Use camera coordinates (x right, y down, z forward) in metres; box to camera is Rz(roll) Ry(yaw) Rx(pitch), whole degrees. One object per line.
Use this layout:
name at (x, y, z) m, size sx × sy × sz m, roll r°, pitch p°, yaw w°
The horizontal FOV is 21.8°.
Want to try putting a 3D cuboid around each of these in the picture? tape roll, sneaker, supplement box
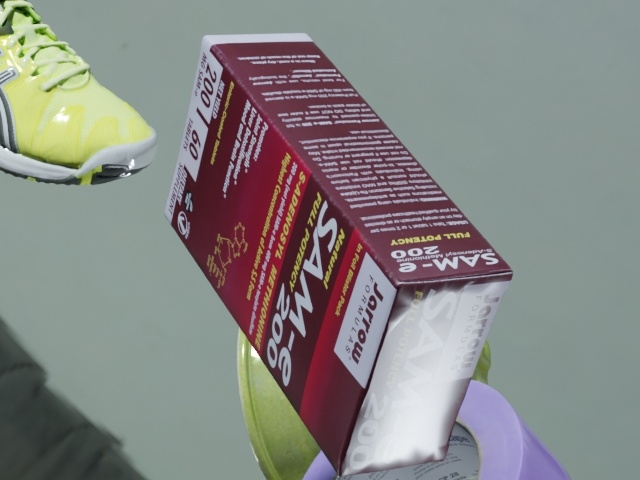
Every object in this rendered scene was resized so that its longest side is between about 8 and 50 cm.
tape roll at (0.074, 0.191, 1.127) m, size 0.189 × 0.189 × 0.080 m, roll -10°, pitch 135°, yaw 41°
sneaker at (-0.325, -0.185, 1.657) m, size 0.385 × 0.145 × 0.147 m, roll 30°, pitch 123°, yaw 15°
supplement box at (0.000, 0.000, 0.911) m, size 0.239 × 0.073 × 0.130 m, roll 52°, pitch 137°, yaw 43°

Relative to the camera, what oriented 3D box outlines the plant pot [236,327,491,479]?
plant pot at (0.070, 0.170, 2.024) m, size 0.254 × 0.276 × 0.276 m, roll -11°, pitch 118°, yaw 18°
